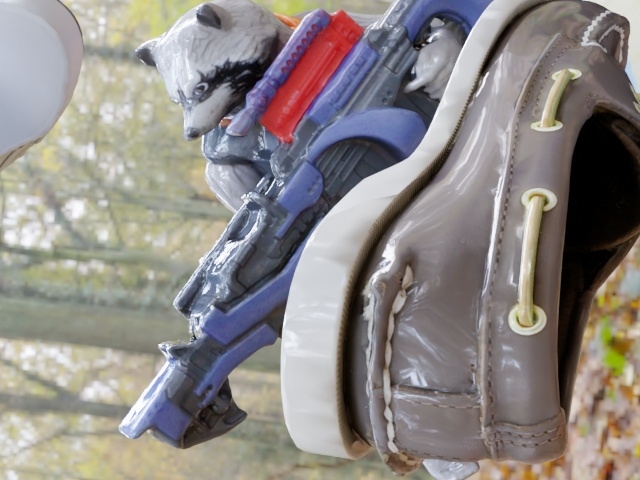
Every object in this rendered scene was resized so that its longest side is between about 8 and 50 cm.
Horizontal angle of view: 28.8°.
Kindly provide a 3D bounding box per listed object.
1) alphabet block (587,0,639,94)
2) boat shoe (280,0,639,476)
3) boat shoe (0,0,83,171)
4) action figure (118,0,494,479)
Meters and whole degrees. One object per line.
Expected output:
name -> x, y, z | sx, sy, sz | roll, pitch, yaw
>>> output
alphabet block -> 0.309, -0.195, 0.825 | 0.192, 0.193, 0.197 | 68, 151, 20
boat shoe -> 0.092, -0.020, 0.520 | 0.324, 0.097, 0.116 | -50, -40, -52
boat shoe -> -0.221, -0.099, 0.853 | 0.267, 0.096, 0.088 | -44, 13, 51
action figure -> 0.000, 0.000, 0.756 | 0.341, 0.178, 0.330 | -48, -61, -18
